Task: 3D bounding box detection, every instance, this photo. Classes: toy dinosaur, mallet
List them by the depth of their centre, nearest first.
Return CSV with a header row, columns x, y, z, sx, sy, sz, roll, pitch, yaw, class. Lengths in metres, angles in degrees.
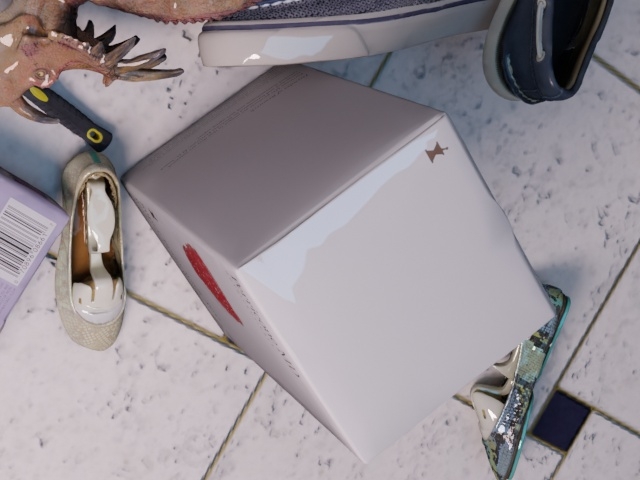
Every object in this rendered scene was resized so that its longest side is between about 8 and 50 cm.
x,y,z,sx,sy,sz,roll,pitch,yaw,class
-0.110,-0.191,0.940,0.127,0.295,0.200,-37,121,-60,toy dinosaur
-0.238,-0.118,1.013,0.062,0.039,0.190,-47,120,-6,mallet

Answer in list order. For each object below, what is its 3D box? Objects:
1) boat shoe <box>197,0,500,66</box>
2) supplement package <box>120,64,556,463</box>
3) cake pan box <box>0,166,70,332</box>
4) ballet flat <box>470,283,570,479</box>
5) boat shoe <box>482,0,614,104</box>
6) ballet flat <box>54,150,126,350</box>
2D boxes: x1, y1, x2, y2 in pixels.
x,y,z,sx,sy,sz,roll,pitch,yaw,class
0.052,-0.233,1.066,0.340,0.127,0.158,-15,104,-28,boat shoe
0.000,0.000,1.000,0.175,0.293,0.177,-36,114,-11,supplement package
-0.350,0.018,0.982,0.245,0.070,0.267,31,91,-29,cake pan box
0.171,0.126,1.243,0.070,0.070,0.188,14,96,-26,ballet flat
0.200,-0.225,1.036,0.095,0.079,0.254,29,81,-35,boat shoe
-0.178,0.015,1.059,0.057,0.052,0.168,-9,109,-22,ballet flat
